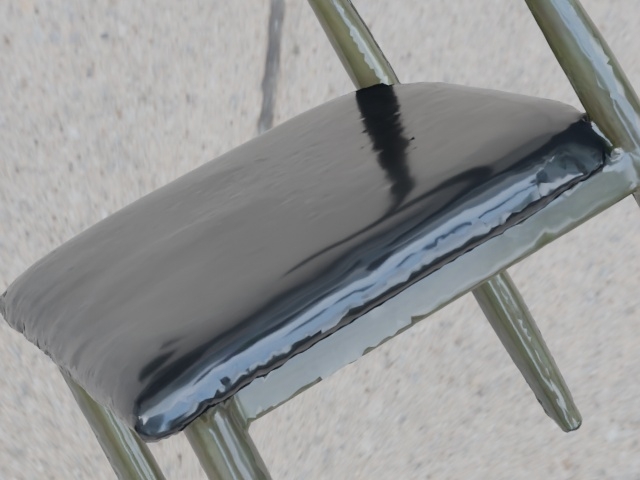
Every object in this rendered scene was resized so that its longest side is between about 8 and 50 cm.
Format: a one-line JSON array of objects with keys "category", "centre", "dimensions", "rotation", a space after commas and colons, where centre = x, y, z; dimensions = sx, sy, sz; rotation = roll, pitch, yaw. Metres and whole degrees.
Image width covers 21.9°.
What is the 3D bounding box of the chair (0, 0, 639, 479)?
[{"category": "chair", "centre": [0.000, 0.000, 0.472], "dimensions": [0.166, 0.188, 0.272], "rotation": [-30, 107, -16]}]
